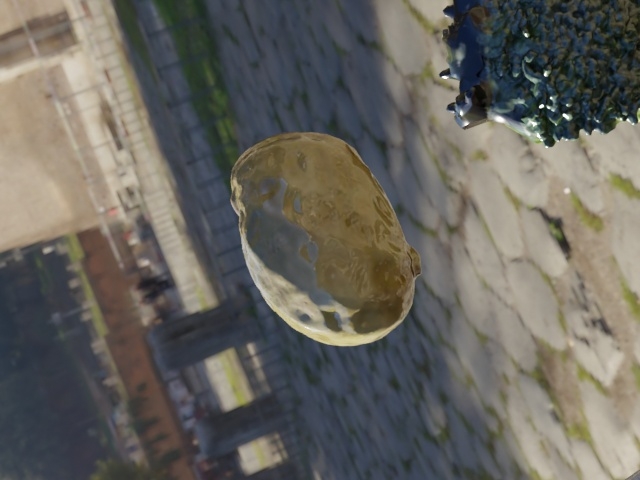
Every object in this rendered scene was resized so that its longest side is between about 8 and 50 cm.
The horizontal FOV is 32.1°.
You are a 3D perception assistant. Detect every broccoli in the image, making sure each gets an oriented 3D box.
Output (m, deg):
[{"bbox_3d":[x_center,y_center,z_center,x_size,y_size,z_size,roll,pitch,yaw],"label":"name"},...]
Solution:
[{"bbox_3d":[0.219,-0.193,1.091,0.263,0.247,0.243,56,179,14],"label":"broccoli"}]

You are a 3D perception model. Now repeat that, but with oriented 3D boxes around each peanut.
[{"bbox_3d":[0.000,0.000,0.762,0.159,0.109,0.140,58,174,-4],"label":"peanut"}]

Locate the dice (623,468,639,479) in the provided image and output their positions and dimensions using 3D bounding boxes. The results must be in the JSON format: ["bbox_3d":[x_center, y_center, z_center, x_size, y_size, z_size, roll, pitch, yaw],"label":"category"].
[{"bbox_3d":[0.361,0.351,0.879,0.277,0.304,0.304,31,-150,-25],"label":"dice"}]
